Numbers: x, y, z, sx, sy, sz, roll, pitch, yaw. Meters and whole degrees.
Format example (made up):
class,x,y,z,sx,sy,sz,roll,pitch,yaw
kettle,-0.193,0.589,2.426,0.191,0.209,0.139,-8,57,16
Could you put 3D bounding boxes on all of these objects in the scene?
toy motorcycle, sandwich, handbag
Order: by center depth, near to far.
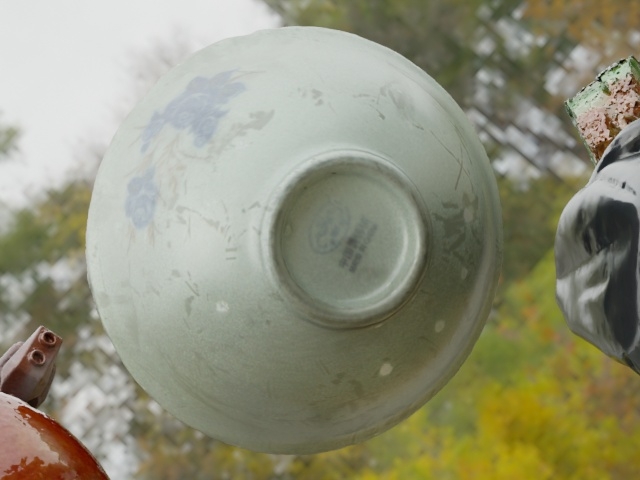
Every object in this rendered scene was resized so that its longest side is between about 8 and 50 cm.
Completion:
class,x,y,z,sx,sy,sz,roll,pitch,yaw
handbag,0.318,-0.016,1.312,0.302,0.177,0.275,-9,11,-7
sandwich,0.273,-0.027,1.560,0.079,0.235,0.159,-26,5,18
toy motorcycle,-0.281,0.158,1.672,0.118,0.084,0.212,-49,11,44

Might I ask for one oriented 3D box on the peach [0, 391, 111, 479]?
class,x,y,z,sx,sy,sz,roll,pitch,yaw
peach,-0.233,0.205,1.149,0.243,0.243,0.199,-42,0,-26

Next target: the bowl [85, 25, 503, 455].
class,x,y,z,sx,sy,sz,roll,pitch,yaw
bowl,0.000,0.000,1.310,0.313,0.313,0.146,-46,9,-9
